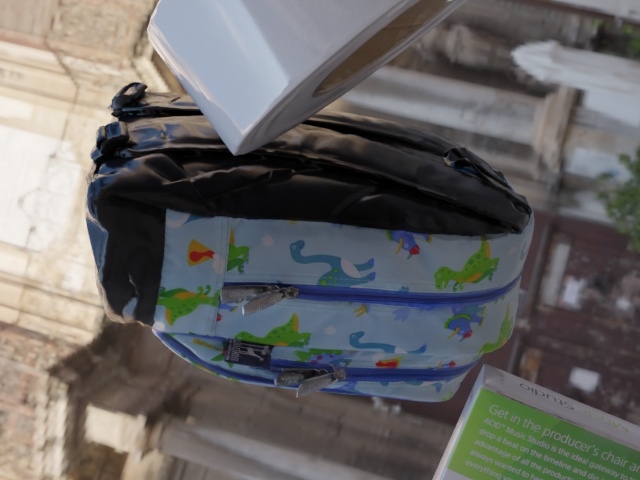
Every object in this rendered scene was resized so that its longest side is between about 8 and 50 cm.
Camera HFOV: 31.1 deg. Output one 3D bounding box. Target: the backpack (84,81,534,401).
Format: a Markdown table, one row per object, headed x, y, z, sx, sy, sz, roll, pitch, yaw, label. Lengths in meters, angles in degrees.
| x | y | z | sx | sy | sz | roll | pitch | yaw | label |
| --- | --- | --- | --- | --- | --- | --- | --- | --- | --- |
| 0.000 | 0.000 | 0.977 | 0.290 | 0.355 | 0.274 | -106 | 10 | -68 | backpack |

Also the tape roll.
| x | y | z | sx | sy | sz | roll | pitch | yaw | label |
| --- | --- | --- | --- | --- | --- | --- | --- | --- | --- |
| 0.027 | -0.179 | 0.766 | 0.286 | 0.100 | 0.286 | -37 | -1 | 0 | tape roll |

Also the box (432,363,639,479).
| x | y | z | sx | sy | sz | roll | pitch | yaw | label |
| --- | --- | --- | --- | --- | --- | --- | --- | --- | --- |
| 0.169 | 0.280 | 0.874 | 0.058 | 0.232 | 0.322 | -57 | -12 | -73 | box |
